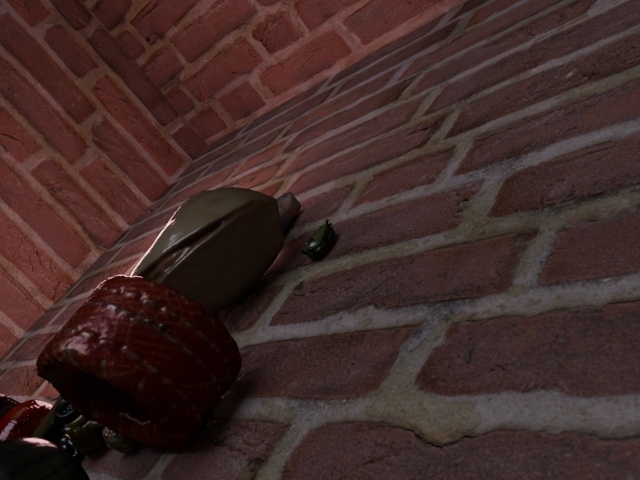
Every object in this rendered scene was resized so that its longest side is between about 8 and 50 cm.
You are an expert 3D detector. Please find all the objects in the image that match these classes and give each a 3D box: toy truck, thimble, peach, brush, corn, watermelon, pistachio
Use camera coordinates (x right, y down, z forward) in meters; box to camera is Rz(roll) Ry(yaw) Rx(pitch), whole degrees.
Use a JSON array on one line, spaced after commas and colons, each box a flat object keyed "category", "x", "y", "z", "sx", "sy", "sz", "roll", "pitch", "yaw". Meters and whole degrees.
[{"category": "toy truck", "x": -0.501, "y": 0.387, "z": 1.697, "sx": 0.165, "sy": 0.147, "sz": 0.224, "roll": -9, "pitch": 32, "yaw": 16}, {"category": "thimble", "x": -0.352, "y": 0.239, "z": 1.415, "sx": 0.350, "sy": 0.350, "sz": 0.230, "roll": -20, "pitch": 31, "yaw": 46}, {"category": "peach", "x": -0.781, "y": 0.530, "z": 1.860, "sx": 0.159, "sy": 0.154, "sz": 0.267, "roll": -16, "pitch": 30, "yaw": 48}, {"category": "brush", "x": -0.606, "y": 0.467, "z": 1.717, "sx": 0.059, "sy": 0.123, "sz": 0.197, "roll": -25, "pitch": 24, "yaw": 26}, {"category": "corn", "x": -0.377, "y": 0.353, "z": 1.592, "sx": 0.086, "sy": 0.086, "sz": 0.253, "roll": -16, "pitch": 31, "yaw": 51}, {"category": "watermelon", "x": -0.558, "y": 0.509, "z": 1.290, "sx": 0.359, "sy": 0.279, "sz": 0.279, "roll": -47, "pitch": 20, "yaw": -31}, {"category": "pistachio", "x": -0.286, "y": 0.035, "z": 1.834, "sx": 0.445, "sy": 0.281, "sz": 0.365, "roll": -37, "pitch": -9, "yaw": -11}]

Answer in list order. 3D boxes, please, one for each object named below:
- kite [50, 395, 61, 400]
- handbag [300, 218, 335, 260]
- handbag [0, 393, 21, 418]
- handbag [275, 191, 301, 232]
[{"category": "kite", "x": -0.817, "y": 0.516, "z": 2.183, "sx": 0.160, "sy": 0.010, "sz": 0.183, "roll": -29, "pitch": 22, "yaw": 31}, {"category": "handbag", "x": 0.000, "y": 0.000, "z": 1.718, "sx": 0.072, "sy": 0.047, "sz": 0.111, "roll": -16, "pitch": 32, "yaw": 48}, {"category": "handbag", "x": -0.879, "y": 0.527, "z": 1.993, "sx": 0.213, "sy": 0.235, "sz": 0.127, "roll": -38, "pitch": 54, "yaw": 1}, {"category": "handbag", "x": -0.137, "y": -0.054, "z": 2.050, "sx": 0.117, "sy": 0.095, "sz": 0.173, "roll": -32, "pitch": 12, "yaw": 39}]
